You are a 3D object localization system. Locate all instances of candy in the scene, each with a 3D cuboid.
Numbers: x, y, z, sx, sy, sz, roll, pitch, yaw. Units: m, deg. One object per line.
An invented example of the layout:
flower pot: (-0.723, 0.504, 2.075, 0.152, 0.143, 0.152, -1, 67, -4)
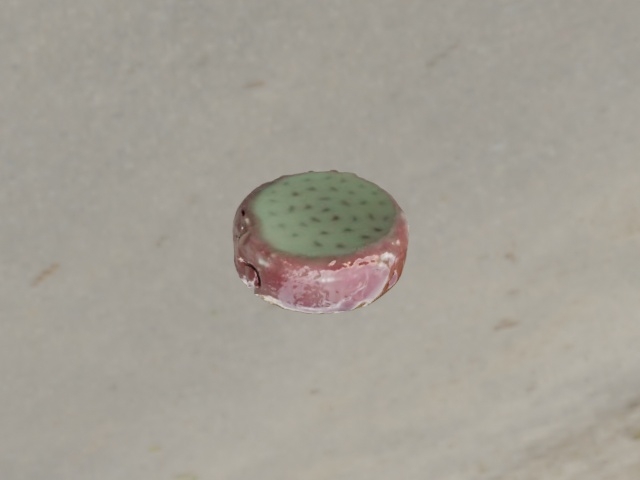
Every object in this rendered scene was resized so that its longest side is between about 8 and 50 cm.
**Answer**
candy: (0.000, 0.000, 0.961, 0.103, 0.103, 0.043, -8, 129, -10)
